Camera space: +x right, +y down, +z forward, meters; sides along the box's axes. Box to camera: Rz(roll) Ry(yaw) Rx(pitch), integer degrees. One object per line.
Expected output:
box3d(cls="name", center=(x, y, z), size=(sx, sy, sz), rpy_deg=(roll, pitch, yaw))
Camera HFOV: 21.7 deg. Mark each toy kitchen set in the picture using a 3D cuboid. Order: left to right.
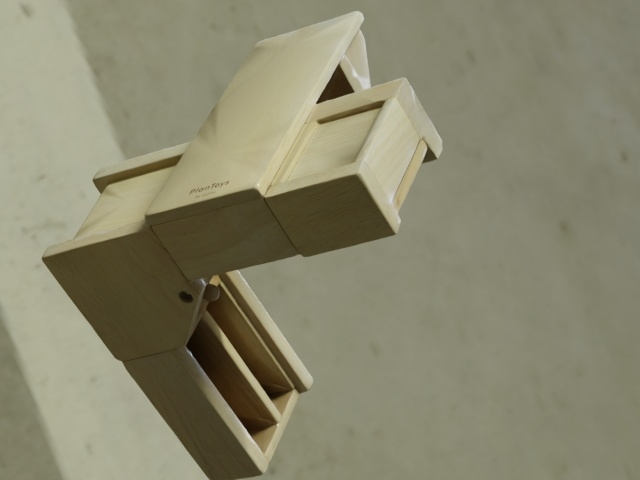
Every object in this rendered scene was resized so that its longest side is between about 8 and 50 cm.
box3d(cls="toy kitchen set", center=(0.000, 0.000, 0.380), size=(0.075, 0.083, 0.068), rpy_deg=(57, 37, -27))
